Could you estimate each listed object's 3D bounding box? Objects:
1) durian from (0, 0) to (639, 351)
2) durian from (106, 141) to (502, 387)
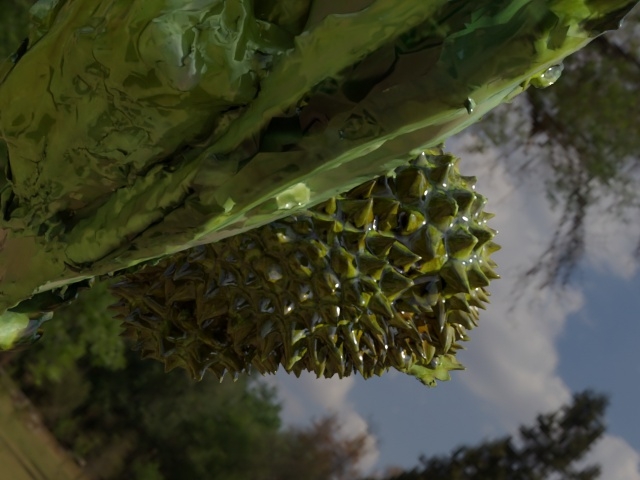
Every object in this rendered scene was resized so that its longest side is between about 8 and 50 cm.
[{"bbox_3d":[-0.028,-0.051,0.414,0.375,0.132,0.106,-29,-96,43],"label":"durian"},{"bbox_3d":[-0.003,-0.001,0.807,0.176,0.237,0.200,119,-22,-45],"label":"durian"}]
